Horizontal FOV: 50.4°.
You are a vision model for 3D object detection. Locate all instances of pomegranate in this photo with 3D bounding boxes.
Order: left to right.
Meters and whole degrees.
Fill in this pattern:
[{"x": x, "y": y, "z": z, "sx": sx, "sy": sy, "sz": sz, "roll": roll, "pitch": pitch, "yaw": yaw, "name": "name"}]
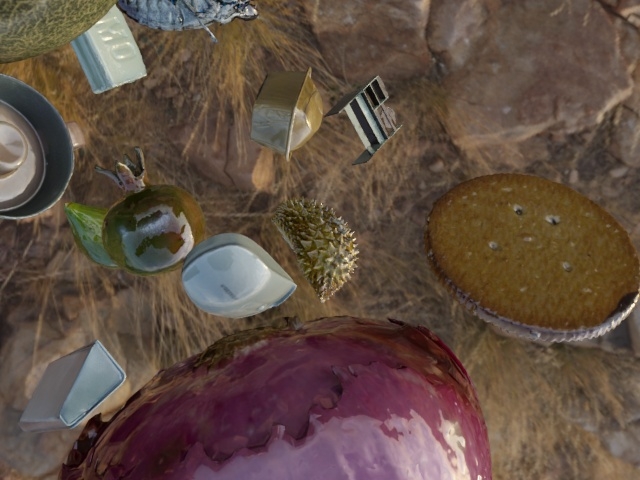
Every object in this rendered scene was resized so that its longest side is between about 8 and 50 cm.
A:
[{"x": -0.305, "y": -0.047, "z": 1.193, "sx": 0.181, "sy": 0.181, "sz": 0.224, "roll": -24, "pitch": 107, "yaw": -2, "name": "pomegranate"}]

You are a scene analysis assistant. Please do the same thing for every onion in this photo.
[{"x": -0.032, "y": 0.218, "z": 0.577, "sx": 0.358, "sy": 0.358, "sz": 0.345, "roll": -10, "pitch": 113, "yaw": -12, "name": "onion"}]

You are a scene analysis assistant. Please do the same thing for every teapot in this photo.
[{"x": -0.522, "y": -0.098, "z": 0.999, "sx": 0.344, "sy": 0.300, "sz": 0.253, "roll": -12, "pitch": 102, "yaw": 37, "name": "teapot"}]

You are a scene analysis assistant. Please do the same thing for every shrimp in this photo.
[{"x": -0.146, "y": -0.252, "z": 0.744, "sx": 0.174, "sy": 0.082, "sz": 0.076, "roll": -1, "pitch": 87, "yaw": -20, "name": "shrimp"}]

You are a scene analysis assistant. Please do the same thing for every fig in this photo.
[{"x": -0.625, "y": -0.013, "z": 1.929, "sx": 0.233, "sy": 0.167, "sz": 0.167, "roll": 22, "pitch": 115, "yaw": -16, "name": "fig"}]

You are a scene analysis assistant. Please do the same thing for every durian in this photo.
[{"x": 0.001, "y": -0.008, "z": 1.439, "sx": 0.183, "sy": 0.250, "sz": 0.138, "roll": -6, "pitch": 136, "yaw": -40, "name": "durian"}]

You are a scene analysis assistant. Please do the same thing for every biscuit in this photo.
[{"x": 0.289, "y": 0.015, "z": 0.942, "sx": 0.305, "sy": 0.305, "sz": 0.038, "roll": -9, "pitch": 139, "yaw": -13, "name": "biscuit"}]

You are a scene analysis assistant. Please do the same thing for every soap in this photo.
[{"x": -0.418, "y": -0.389, "z": 1.293, "sx": 0.063, "sy": 0.114, "sz": 0.198, "roll": -10, "pitch": 111, "yaw": 35, "name": "soap"}]

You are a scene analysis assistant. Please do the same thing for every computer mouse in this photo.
[{"x": -0.121, "y": 0.070, "z": 1.029, "sx": 0.128, "sy": 0.079, "sz": 0.231, "roll": -29, "pitch": 146, "yaw": 11, "name": "computer mouse"}]

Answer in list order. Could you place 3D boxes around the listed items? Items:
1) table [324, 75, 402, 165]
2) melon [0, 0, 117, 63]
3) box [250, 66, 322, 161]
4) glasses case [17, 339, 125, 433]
[{"x": 0.109, "y": -0.298, "z": 1.682, "sx": 0.175, "sy": 0.062, "sz": 0.146, "roll": -49, "pitch": 119, "yaw": -33, "name": "table"}, {"x": -0.271, "y": -0.281, "z": 0.560, "sx": 0.248, "sy": 0.329, "sz": 0.249, "roll": 7, "pitch": 129, "yaw": 9, "name": "melon"}, {"x": -0.049, "y": -0.203, "z": 1.071, "sx": 0.111, "sy": 0.177, "sz": 0.111, "roll": 6, "pitch": 129, "yaw": 7, "name": "box"}, {"x": -0.336, "y": 0.208, "z": 0.914, "sx": 0.056, "sy": 0.105, "sz": 0.266, "roll": 31, "pitch": 151, "yaw": -22, "name": "glasses case"}]
